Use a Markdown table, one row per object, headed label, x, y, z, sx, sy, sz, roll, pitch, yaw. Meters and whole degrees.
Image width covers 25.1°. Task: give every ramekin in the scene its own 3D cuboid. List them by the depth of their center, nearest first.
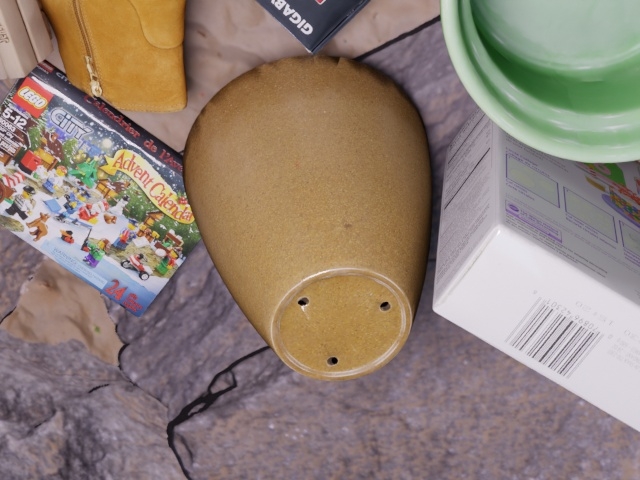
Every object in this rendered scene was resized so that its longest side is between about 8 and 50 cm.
| label | x | y | z | sx | sy | sz | roll | pitch | yaw |
| --- | --- | --- | --- | --- | --- | --- | --- | --- | --- |
| ramekin | 0.237 | -0.231 | 1.193 | 0.303 | 0.148 | 0.303 | -3 | 117 | -5 |

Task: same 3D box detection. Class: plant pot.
| label | x | y | z | sx | sy | sz | roll | pitch | yaw |
| --- | --- | --- | --- | --- | --- | --- | --- | --- | --- |
| plant pot | 0.000 | 0.000 | 1.270 | 0.237 | 0.254 | 0.237 | -4 | 125 | -5 |

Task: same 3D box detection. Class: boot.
| label | x | y | z | sx | sy | sz | roll | pitch | yaw |
| --- | --- | --- | --- | --- | --- | --- | --- | --- | --- |
| boot | -0.139 | -0.207 | 1.257 | 0.295 | 0.104 | 0.211 | 15 | 132 | 38 |

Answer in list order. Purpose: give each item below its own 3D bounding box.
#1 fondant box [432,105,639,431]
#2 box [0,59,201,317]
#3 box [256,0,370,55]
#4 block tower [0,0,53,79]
| label | x | y | z | sx | sy | sz | roll | pitch | yaw |
| --- | --- | --- | --- | --- | --- | --- | --- | --- | --- |
| fondant box | 0.225 | 0.008 | 1.233 | 0.238 | 0.330 | 0.096 | 31 | 117 | -8 |
| box | -0.228 | -0.050 | 1.420 | 0.233 | 0.044 | 0.159 | 35 | 115 | -10 |
| box | -0.024 | -0.302 | 1.271 | 0.220 | 0.051 | 0.175 | 43 | 113 | -13 |
| block tower | -0.404 | -0.188 | 1.314 | 0.335 | 0.091 | 0.097 | -2 | 120 | 23 |
